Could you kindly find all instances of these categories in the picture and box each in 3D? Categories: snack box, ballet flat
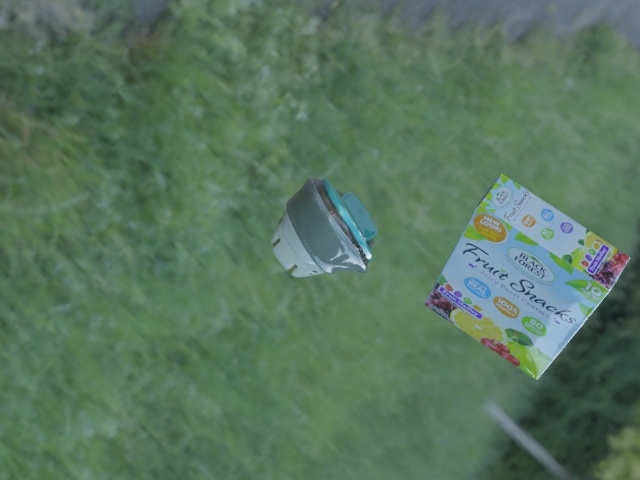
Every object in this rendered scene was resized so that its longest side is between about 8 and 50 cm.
[{"bbox_3d":[0.136,0.028,0.846,0.037,0.100,0.141,-52,171,-31],"label":"snack box"},{"bbox_3d":[0.000,0.000,0.862,0.068,0.072,0.213,-32,178,6],"label":"ballet flat"}]
